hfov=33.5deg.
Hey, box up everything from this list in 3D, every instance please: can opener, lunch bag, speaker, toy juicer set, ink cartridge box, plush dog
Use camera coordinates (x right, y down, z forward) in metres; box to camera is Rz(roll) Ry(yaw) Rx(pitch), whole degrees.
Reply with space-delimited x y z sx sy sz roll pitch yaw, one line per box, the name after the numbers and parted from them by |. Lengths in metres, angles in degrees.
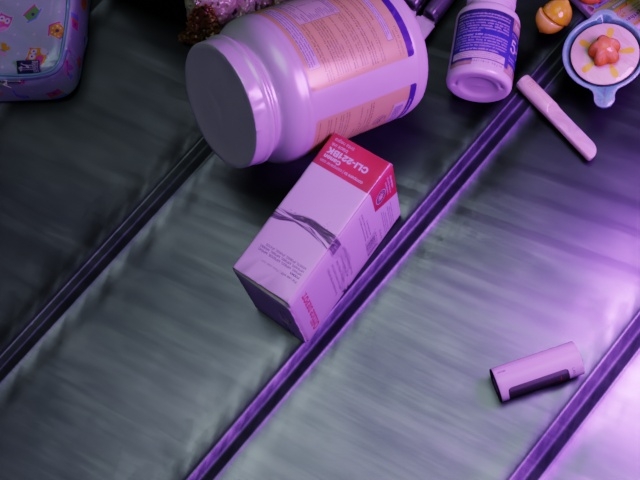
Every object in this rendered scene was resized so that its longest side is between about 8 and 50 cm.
0.185 -0.425 1.860 0.076 0.095 0.283 34 80 17 | can opener
-0.543 -0.387 1.935 0.224 0.108 0.279 1 69 8 | lunch bag
0.331 0.199 1.623 0.136 0.055 0.055 -18 68 0 | speaker
0.439 -0.322 1.774 0.209 0.089 0.329 29 84 20 | toy juicer set
0.000 0.000 1.667 0.114 0.197 0.272 31 75 18 | ink cartridge box
-0.163 -0.394 1.824 0.211 0.225 0.262 11 71 11 | plush dog

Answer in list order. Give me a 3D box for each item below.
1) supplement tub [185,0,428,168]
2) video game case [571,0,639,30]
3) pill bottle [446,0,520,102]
-0.022 -0.264 1.697 0.331 0.241 0.241 -24 66 -28 | supplement tub
0.543 -0.472 1.870 0.227 0.026 0.206 -33 68 -7 | video game case
0.280 -0.340 1.806 0.112 0.112 0.186 8 71 10 | pill bottle
